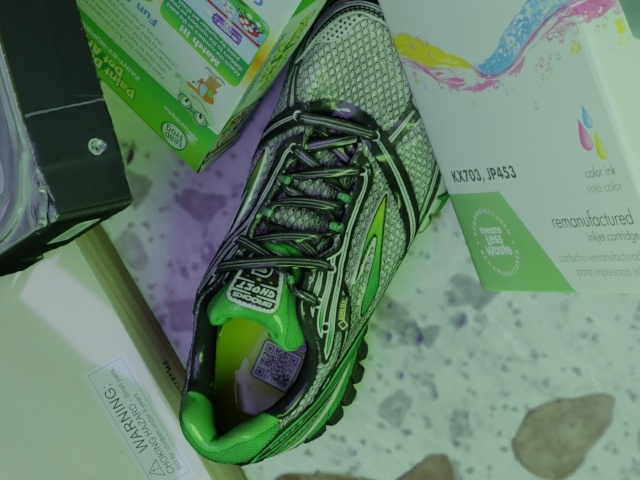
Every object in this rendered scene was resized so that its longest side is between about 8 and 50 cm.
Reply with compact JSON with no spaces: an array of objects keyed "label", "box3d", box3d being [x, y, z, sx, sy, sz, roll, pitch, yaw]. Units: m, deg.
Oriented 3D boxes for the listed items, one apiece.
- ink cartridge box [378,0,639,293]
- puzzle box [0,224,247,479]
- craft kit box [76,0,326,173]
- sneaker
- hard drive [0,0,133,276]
[{"label":"ink cartridge box","box3d":[0.130,-0.151,0.981,0.207,0.119,0.353,-3,109,64]},{"label":"puzzle box","box3d":[-0.199,0.193,1.274,0.272,0.052,0.409,-28,93,21]},{"label":"craft kit box","box3d":[-0.115,-0.198,1.085,0.250,0.061,0.246,45,143,3]},{"label":"sneaker","box3d":[0.000,0.000,1.109,0.134,0.146,0.343,19,105,13]},{"label":"hard drive","box3d":[-0.234,-0.154,1.098,0.237,0.064,0.339,-22,83,61]}]
